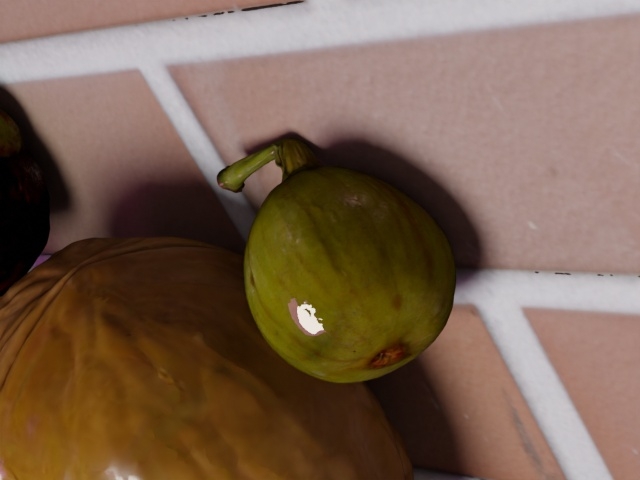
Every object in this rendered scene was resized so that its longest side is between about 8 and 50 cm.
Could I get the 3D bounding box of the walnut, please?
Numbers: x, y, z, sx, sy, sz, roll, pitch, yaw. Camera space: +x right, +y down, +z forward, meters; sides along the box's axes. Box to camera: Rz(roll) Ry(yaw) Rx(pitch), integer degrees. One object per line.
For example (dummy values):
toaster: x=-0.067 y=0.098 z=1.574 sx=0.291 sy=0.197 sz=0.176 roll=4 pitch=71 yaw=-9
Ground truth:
walnut: x=-0.108 y=0.179 z=1.244 sx=0.354 sy=0.308 sz=0.397 roll=8 pitch=133 yaw=47

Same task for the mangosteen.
mangosteen: x=-0.328 y=-0.035 z=1.365 sx=0.210 sy=0.210 sz=0.210 roll=29 pitch=146 yaw=22

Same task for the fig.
fig: x=0.015 y=0.005 z=1.096 sx=0.142 sy=0.186 sz=0.148 roll=1 pitch=154 yaw=-15
